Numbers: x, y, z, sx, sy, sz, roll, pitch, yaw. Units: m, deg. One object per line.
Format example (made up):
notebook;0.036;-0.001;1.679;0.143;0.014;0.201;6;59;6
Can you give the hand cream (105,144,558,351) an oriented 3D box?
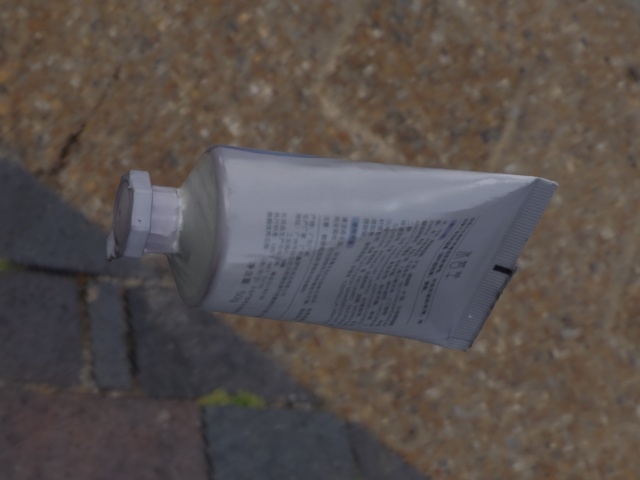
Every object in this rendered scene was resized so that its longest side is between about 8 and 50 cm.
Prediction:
hand cream;0.000;0.000;0.552;0.142;0.084;0.053;6;43;-21
